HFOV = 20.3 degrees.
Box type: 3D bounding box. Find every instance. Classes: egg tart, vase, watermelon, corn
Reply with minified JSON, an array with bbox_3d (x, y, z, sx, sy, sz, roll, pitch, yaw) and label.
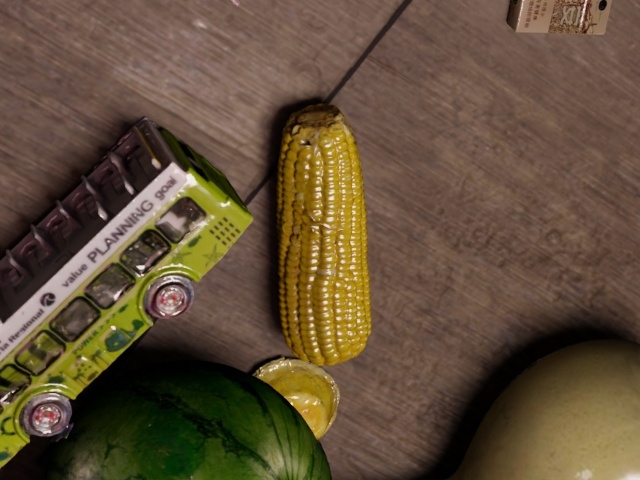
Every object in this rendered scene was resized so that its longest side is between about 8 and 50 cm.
[{"bbox_3d":[-0.027,0.152,1.584,0.105,0.039,0.105,-9,119,-16],"label":"egg tart"},{"bbox_3d":[0.231,0.253,1.646,0.302,0.241,0.329,-34,150,15],"label":"vase"},{"bbox_3d":[-0.109,0.215,1.474,0.242,0.242,0.242,-8,120,-15],"label":"watermelon"},{"bbox_3d":[0.000,0.000,1.486,0.080,0.080,0.231,-12,121,-13],"label":"corn"}]

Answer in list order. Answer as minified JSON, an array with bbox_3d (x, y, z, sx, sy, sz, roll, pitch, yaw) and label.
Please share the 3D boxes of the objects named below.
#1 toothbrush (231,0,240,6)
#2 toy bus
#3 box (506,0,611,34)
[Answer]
[{"bbox_3d":[-0.095,-0.211,1.377,0.008,0.006,0.097,-38,124,18],"label":"toothbrush"},{"bbox_3d":[-0.204,0.038,1.421,0.301,0.113,0.139,-43,123,4],"label":"toy bus"},{"bbox_3d":[0.199,-0.198,1.477,0.083,0.024,0.053,-1,118,-17],"label":"box"}]
